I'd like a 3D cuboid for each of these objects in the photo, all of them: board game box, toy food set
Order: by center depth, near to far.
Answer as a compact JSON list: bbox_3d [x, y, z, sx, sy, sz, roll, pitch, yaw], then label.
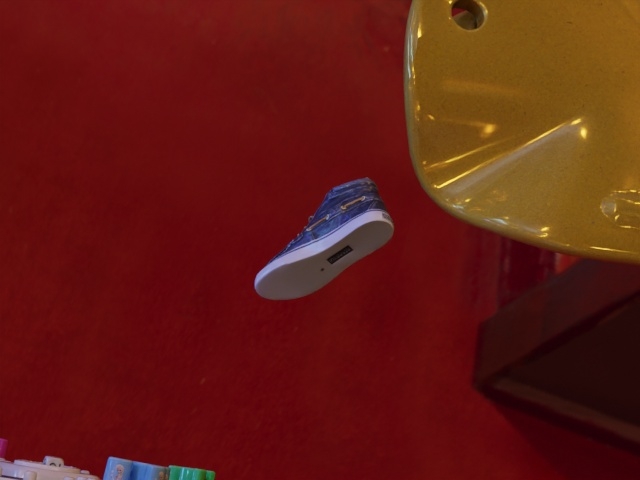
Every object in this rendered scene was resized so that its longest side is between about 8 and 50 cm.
[{"bbox_3d":[0.127,-0.042,0.362,0.218,0.071,0.128,8,73,-11],"label":"toy food set"},{"bbox_3d":[-0.346,0.286,1.257,0.390,0.390,0.050,7,77,5],"label":"board game box"}]

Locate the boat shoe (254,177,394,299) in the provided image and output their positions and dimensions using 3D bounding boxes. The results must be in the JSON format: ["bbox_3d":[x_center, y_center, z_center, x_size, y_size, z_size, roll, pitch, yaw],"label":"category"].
[{"bbox_3d":[0.000,0.000,1.174,0.065,0.183,0.083,48,19,-41],"label":"boat shoe"}]
